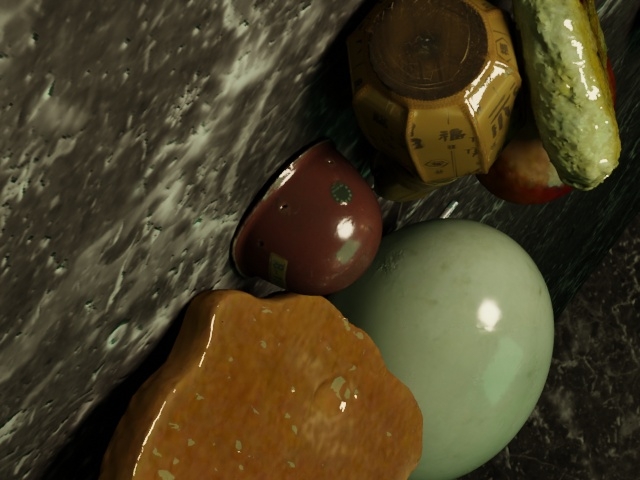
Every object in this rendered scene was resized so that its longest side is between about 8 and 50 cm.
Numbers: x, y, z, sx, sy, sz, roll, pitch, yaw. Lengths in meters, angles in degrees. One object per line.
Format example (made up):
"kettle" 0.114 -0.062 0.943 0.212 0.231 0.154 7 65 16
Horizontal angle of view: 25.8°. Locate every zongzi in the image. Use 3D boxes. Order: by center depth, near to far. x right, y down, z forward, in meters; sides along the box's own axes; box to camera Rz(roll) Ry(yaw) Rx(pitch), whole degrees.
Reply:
"zongzi" 0.098 -0.134 1.435 0.189 0.081 0.178 153 -60 -67

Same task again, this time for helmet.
"helmet" 0.000 0.000 1.342 0.155 0.106 0.175 -41 164 -33

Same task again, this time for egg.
"egg" 0.126 0.138 1.663 0.276 0.276 0.389 -36 162 -44

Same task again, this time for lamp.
"lamp" 0.105 -0.140 1.245 0.161 0.161 0.185 -51 165 -5

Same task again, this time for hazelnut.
"hazelnut" 0.223 -0.147 1.543 0.186 0.210 0.210 15 114 -44

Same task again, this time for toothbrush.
"toothbrush" 0.131 0.011 1.885 0.167 0.011 0.014 -50 169 -7

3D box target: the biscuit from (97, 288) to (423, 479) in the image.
"biscuit" -0.054 0.233 1.376 0.385 0.062 0.365 40 63 -41

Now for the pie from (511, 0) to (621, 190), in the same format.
"pie" 0.226 -0.196 1.296 0.071 0.323 0.323 -10 172 15
